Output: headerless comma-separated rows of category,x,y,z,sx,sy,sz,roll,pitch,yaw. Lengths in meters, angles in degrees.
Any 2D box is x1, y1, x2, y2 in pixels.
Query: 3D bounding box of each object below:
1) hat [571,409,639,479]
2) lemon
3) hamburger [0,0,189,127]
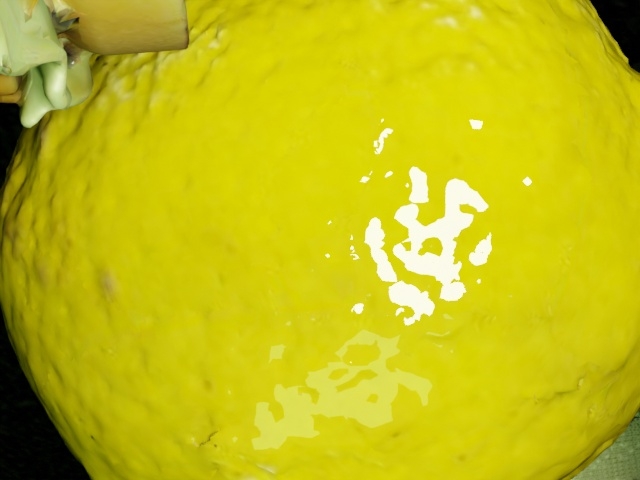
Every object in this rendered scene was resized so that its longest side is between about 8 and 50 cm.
hat,0.168,0.119,0.962,0.130,0.257,0.257,-13,150,-22
lemon,0.000,0.000,0.767,0.310,0.253,0.253,-14,137,25
hamburger,-0.164,-0.148,0.576,0.212,0.274,0.274,-13,143,-5
